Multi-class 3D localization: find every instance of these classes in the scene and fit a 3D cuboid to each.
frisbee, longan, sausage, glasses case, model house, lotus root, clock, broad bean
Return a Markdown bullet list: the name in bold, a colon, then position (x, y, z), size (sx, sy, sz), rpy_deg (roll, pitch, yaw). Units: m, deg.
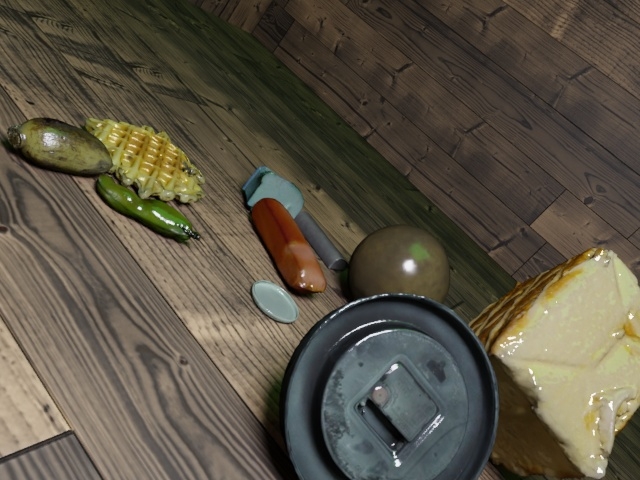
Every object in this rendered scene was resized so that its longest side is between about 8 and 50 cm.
- **frisbee**: position (-0.089, 0.120, 1.032), size (0.110, 0.014, 0.110), rpy_deg (34, 20, -15)
- **longan**: position (0.189, 0.084, 1.250), size (0.258, 0.258, 0.258), rpy_deg (34, 22, -15)
- **sausage**: position (-0.075, 0.012, 1.184), size (0.089, 0.083, 0.300), rpy_deg (26, 27, -48)
- **glasses case**: position (0.001, 0.001, 1.395), size (0.190, 0.042, 0.072), rpy_deg (52, 16, 29)
- **model house**: position (-0.132, -0.131, 1.349), size (0.148, 0.119, 0.148), rpy_deg (24, 18, -35)
- **lotus root**: position (-0.446, -0.164, 0.916), size (0.179, 0.080, 0.089), rpy_deg (11, 36, -51)
- **clock**: position (0.098, 0.232, 0.740), size (0.319, 0.319, 0.066), rpy_deg (36, -13, -9)
- **broad bean**: position (-0.315, -0.054, 0.960), size (0.214, 0.048, 0.070), rpy_deg (33, 22, -8)

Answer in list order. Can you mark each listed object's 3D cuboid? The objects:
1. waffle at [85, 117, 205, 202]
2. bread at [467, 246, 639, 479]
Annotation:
- **waffle**: position (-0.361, -0.169, 1.109), size (0.261, 0.056, 0.250), rpy_deg (48, 22, 16)
- **bread**: position (0.459, 0.243, 1.076), size (0.390, 0.371, 0.279), rpy_deg (-37, 83, -26)
